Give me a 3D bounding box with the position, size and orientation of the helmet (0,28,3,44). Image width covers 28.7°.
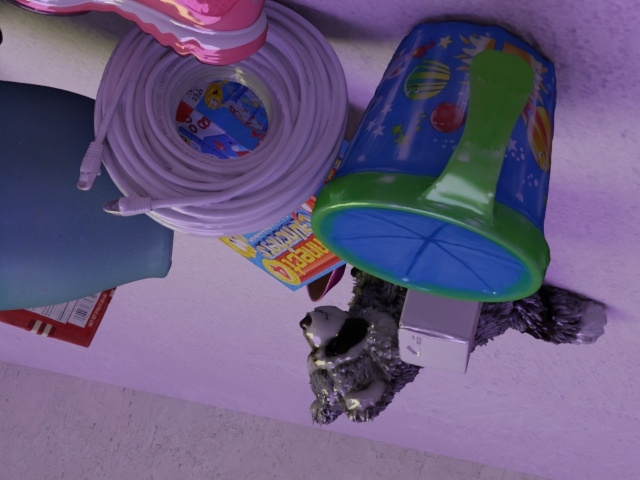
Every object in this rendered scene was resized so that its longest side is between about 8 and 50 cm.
[{"bbox_3d":[-0.471,-0.229,1.448,0.169,0.170,0.161,0,174,41],"label":"helmet"}]

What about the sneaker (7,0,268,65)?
[{"bbox_3d":[-0.191,-0.282,1.189,0.313,0.116,0.136,17,136,1],"label":"sneaker"}]

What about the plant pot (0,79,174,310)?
[{"bbox_3d":[-0.294,-0.048,1.399,0.255,0.272,0.272,1,164,-12],"label":"plant pot"}]

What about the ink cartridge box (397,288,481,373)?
[{"bbox_3d":[0.165,0.041,1.568,0.092,0.218,0.158,14,161,10],"label":"ink cartridge box"}]

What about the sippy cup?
[{"bbox_3d":[0.131,-0.085,1.235,0.240,0.224,0.305,31,158,-36],"label":"sippy cup"}]

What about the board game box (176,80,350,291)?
[{"bbox_3d":[-0.084,-0.081,1.552,0.302,0.086,0.308,35,158,-9],"label":"board game box"}]

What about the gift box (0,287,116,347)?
[{"bbox_3d":[-0.455,0.015,1.917,0.258,0.255,0.276,23,172,33],"label":"gift box"}]

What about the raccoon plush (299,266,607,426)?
[{"bbox_3d":[0.188,0.156,1.741,0.446,0.299,0.216,16,159,-3],"label":"raccoon plush"}]

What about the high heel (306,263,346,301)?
[{"bbox_3d":[0.000,0.000,1.757,0.082,0.117,0.244,16,161,5],"label":"high heel"}]

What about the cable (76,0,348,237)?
[{"bbox_3d":[-0.101,-0.126,1.278,0.257,0.257,0.089,9,165,1],"label":"cable"}]
